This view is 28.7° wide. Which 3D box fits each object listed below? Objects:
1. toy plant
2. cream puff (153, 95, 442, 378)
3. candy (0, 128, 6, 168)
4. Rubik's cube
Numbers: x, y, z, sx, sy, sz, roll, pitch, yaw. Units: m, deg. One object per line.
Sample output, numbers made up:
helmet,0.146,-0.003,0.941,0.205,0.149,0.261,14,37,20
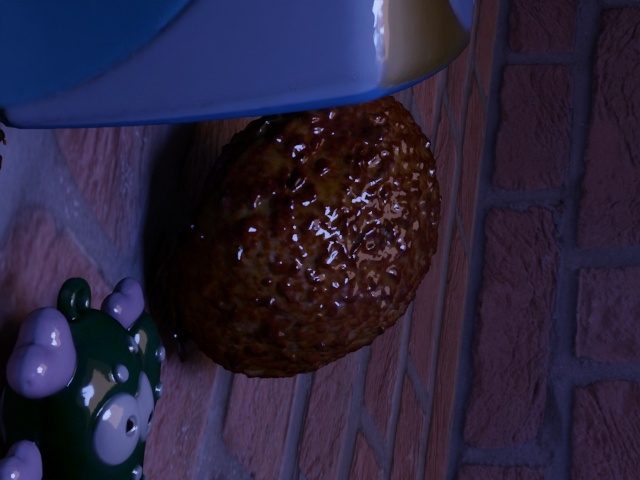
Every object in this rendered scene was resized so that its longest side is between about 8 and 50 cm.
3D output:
toy plant,-0.190,0.144,0.988,0.232,0.112,0.243,26,70,-76
cream puff,0.001,-0.004,1.277,0.350,0.228,0.350,-58,166,-23
candy,-0.281,-0.053,0.850,0.184,0.049,0.056,-24,105,-62
Rubik's cube,-0.077,-0.284,0.981,0.352,0.351,0.347,-39,125,-65
